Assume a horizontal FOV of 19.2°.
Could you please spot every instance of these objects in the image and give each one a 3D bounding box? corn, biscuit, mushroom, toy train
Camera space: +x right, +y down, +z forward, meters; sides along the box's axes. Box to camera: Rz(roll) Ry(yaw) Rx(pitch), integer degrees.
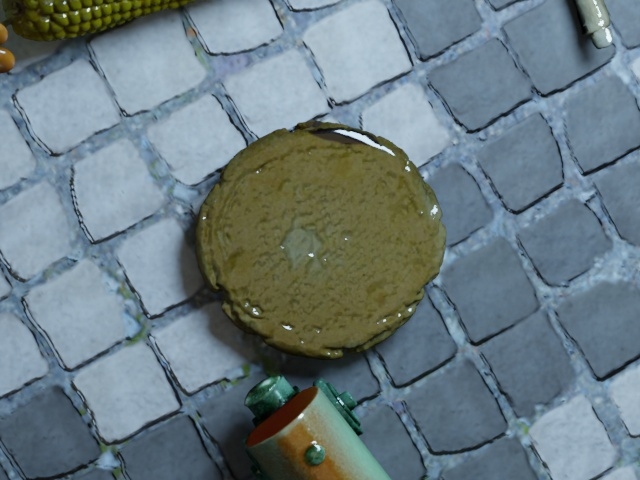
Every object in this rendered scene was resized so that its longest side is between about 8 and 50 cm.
[{"bbox_3d":[-0.141,-0.247,1.630,0.310,0.101,0.101,-17,97,-2],"label":"corn"},{"bbox_3d":[0.000,0.000,1.696,0.226,0.042,0.225,-1,97,-7],"label":"biscuit"},{"bbox_3d":[0.236,-0.265,1.690,0.061,0.060,0.187,-17,102,-11],"label":"mushroom"},{"bbox_3d":[0.037,0.240,1.654,0.116,0.177,0.285,-37,97,-2],"label":"toy train"}]

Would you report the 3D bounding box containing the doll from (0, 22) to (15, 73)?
[{"bbox_3d":[-0.372,-0.158,1.604,0.221,0.143,0.135,-3,61,-4],"label":"doll"}]
